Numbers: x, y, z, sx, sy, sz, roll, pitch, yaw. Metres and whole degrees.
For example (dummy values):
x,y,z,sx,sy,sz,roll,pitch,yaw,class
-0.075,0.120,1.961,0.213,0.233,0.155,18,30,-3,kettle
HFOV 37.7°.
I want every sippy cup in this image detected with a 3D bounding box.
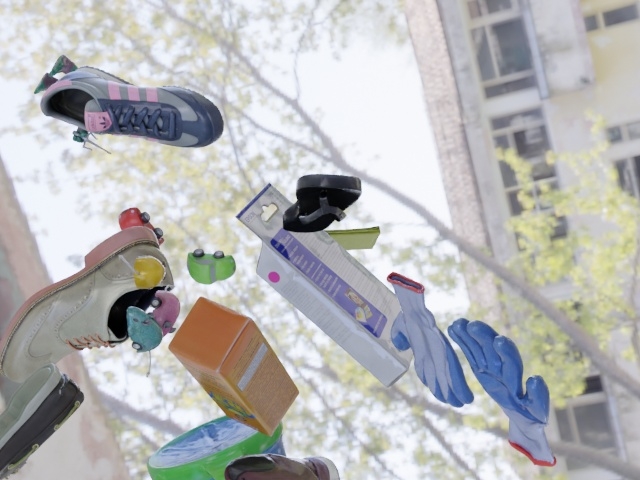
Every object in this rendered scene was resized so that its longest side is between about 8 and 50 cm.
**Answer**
x,y,z,sx,sy,sz,roll,pitch,yaw,class
-0.140,0.425,1.557,0.224,0.240,0.305,69,-157,-4,sippy cup

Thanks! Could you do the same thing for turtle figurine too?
x,y,z,sx,sy,sz,roll,pitch,yaw,class
-0.463,-0.280,1.943,0.234,0.175,0.118,34,-151,-23,turtle figurine

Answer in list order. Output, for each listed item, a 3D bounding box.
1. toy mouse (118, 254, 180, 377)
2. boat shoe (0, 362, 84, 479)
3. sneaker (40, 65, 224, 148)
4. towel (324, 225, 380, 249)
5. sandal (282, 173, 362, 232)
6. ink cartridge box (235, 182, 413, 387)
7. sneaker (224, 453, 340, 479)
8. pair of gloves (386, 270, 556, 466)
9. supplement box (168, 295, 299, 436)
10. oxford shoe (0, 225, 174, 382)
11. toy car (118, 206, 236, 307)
x,y,z,sx,sy,sz,roll,pitch,yaw,class
-0.191,0.089,1.096,0.161,0.031,0.143,11,-102,-80,toy mouse
-0.402,0.266,1.212,0.068,0.228,0.081,49,166,-30,boat shoe
-0.323,-0.206,1.583,0.131,0.319,0.112,-47,-34,-53,sneaker
0.000,0.000,1.934,0.102,0.237,0.021,111,154,-68,towel
0.003,-0.044,1.407,0.254,0.097,0.054,121,148,-72,sandal
0.011,0.069,1.568,0.371,0.069,0.176,44,-153,-4,ink cartridge box
-0.048,0.337,1.061,0.281,0.162,0.106,-120,49,-66,sneaker
0.119,0.106,0.791,0.198,0.023,0.159,27,148,50,pair of gloves
-0.099,0.159,1.141,0.080,0.078,0.233,-60,-26,-19,supplement box
-0.434,0.147,1.710,0.146,0.397,0.140,55,-165,28,oxford shoe
-0.280,0.050,1.838,0.053,0.225,0.239,-76,-12,-54,toy car
